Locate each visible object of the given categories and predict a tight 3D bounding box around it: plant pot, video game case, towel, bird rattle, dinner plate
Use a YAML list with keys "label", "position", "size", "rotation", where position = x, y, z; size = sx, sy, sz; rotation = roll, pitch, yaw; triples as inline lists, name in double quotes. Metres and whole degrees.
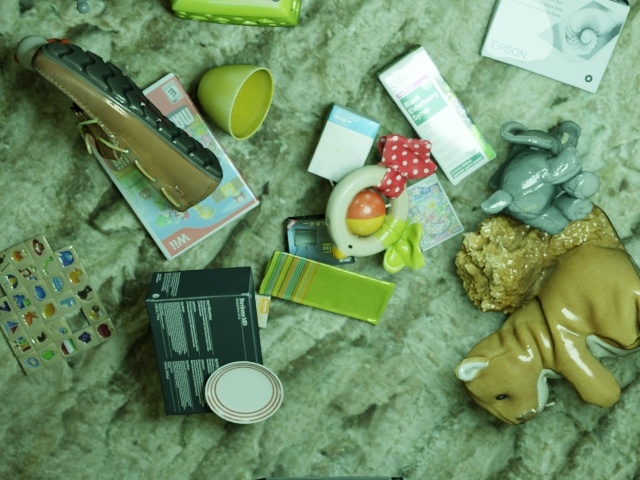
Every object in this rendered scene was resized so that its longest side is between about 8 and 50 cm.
- label: "plant pot"
  position: [-0.140, -0.471, 1.681]
  size: [0.228, 0.207, 0.227]
  rotation: [4, 102, -2]
- label: "video game case"
  position: [-0.273, -0.132, 1.851]
  size: [0.204, 0.025, 0.285]
  rotation: [-32, 101, 7]
- label: "video game case"
  position: [0.200, -0.052, 1.875]
  size: [0.087, 0.011, 0.122]
  rotation: [-28, 101, 6]
- label: "plant pot"
  position: [-0.158, -0.255, 1.780]
  size: [0.095, 0.134, 0.134]
  rotation: [25, 103, 21]
- label: "towel"
  position: [0.012, 0.089, 1.877]
  size: [0.237, 0.021, 0.102]
  rotation: [16, 125, -9]
- label: "bird rattle"
  position: [0.105, -0.060, 1.760]
  size: [0.207, 0.143, 0.253]
  rotation: [-17, 127, -29]
- label: "dinner plate"
  position: [-0.138, 0.273, 1.837]
  size: [0.141, 0.017, 0.141]
  rotation: [-1, 120, -2]

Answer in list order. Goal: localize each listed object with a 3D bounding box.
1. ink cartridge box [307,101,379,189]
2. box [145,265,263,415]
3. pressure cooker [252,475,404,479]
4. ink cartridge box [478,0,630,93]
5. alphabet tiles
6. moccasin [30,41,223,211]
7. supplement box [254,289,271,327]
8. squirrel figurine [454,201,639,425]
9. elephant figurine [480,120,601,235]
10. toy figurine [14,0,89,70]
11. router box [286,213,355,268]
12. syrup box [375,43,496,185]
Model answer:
- label: "ink cartridge box"
  position: [0.037, -0.162, 1.809]
  size: [0.090, 0.092, 0.143]
  rotation: [22, 101, -4]
- label: "box"
  position: [-0.203, 0.185, 1.851]
  size: [0.184, 0.103, 0.261]
  rotation: [-2, 120, 3]
- label: "pressure cooker"
  position: [0.063, 0.608, 1.847]
  size: [0.420, 0.370, 0.375]
  rotation: [0, 93, -1]
- label: "ink cartridge box"
  position: [0.419, -0.397, 1.778]
  size: [0.223, 0.045, 0.224]
  rotation: [17, 102, -3]
- label: "alphabet tiles"
  position: [-0.522, 0.114, 1.917]
  size: [0.198, 0.009, 0.237]
  rotation: [-24, 101, 6]
- label: "moccasin"
  position: [-0.341, -0.188, 1.736]
  size: [0.147, 0.139, 0.380]
  rotation: [-39, 125, 16]
- label: "supplement box"
  position: [-0.145, 0.123, 1.903]
  size: [0.098, 0.036, 0.062]
  rotation: [9, 104, -2]
- label: "squirrel figurine"
  position: [0.395, 0.130, 1.823]
  size: [0.370, 0.281, 0.397]
  rotation: [-30, 87, 17]
- label: "elephant figurine"
  position: [0.364, -0.129, 1.737]
  size: [0.186, 0.239, 0.169]
  rotation: [33, 116, -30]
- label: "toy figurine"
  position: [-0.503, -0.412, 1.724]
  size: [0.213, 0.148, 0.209]
  rotation: [32, 101, -7]
- label: "router box"
  position: [0.000, 0.000, 1.873]
  size: [0.122, 0.038, 0.092]
  rotation: [-5, 104, 1]
- label: "syrup box"
  position: [0.201, -0.223, 1.793]
  size: [0.093, 0.096, 0.237]
  rotation: [-35, 102, 6]
